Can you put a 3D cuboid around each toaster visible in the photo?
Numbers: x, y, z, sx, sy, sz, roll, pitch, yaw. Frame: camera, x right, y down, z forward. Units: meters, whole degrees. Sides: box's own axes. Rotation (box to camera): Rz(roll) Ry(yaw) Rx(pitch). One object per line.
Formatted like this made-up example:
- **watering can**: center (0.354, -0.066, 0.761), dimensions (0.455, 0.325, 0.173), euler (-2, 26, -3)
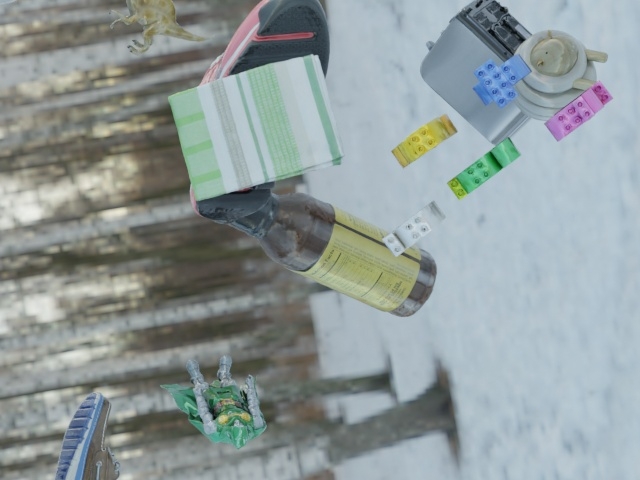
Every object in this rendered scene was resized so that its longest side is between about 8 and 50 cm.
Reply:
- **toaster**: center (0.232, -0.221, 1.862), dimensions (0.185, 0.110, 0.168), euler (43, -153, 1)

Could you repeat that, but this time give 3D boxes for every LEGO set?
- **LEGO set**: center (0.120, -0.080, 1.169), dimensions (0.087, 0.227, 0.093), euler (53, -167, 1)

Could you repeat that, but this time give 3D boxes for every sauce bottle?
- **sauce bottle**: center (0.000, 0.000, 2.001), dimensions (0.111, 0.344, 0.111), euler (-44, 32, 36)

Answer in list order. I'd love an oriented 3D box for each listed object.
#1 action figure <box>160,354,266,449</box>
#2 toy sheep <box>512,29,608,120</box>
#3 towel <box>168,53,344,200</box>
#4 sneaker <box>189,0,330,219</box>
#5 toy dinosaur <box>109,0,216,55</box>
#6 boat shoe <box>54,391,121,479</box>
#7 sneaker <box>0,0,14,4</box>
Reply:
- **action figure**: center (-0.125, 0.215, 1.883), dimensions (0.232, 0.137, 0.064), euler (-132, 36, -67)
- **toy sheep**: center (0.218, -0.151, 1.341), dimensions (0.132, 0.091, 0.091), euler (88, 171, -65)
- **towel**: center (-0.061, -0.109, 1.386), dimensions (0.023, 0.152, 0.113), euler (60, -165, -80)
- **sneaker**: center (-0.091, -0.166, 1.559), dimensions (0.314, 0.115, 0.136), euler (-63, 40, 43)
- **toy dinosaur**: center (-0.238, -0.309, 2.062), dimensions (0.183, 0.092, 0.053), euler (34, -158, -31)
- **boat shoe**: center (-0.281, 0.278, 1.743), dimensions (0.066, 0.066, 0.183), euler (-7, 64, 61)
- **sneaker**: center (-0.398, -0.278, 1.604), dimensions (0.070, 0.134, 0.051), euler (-8, 99, 56)
